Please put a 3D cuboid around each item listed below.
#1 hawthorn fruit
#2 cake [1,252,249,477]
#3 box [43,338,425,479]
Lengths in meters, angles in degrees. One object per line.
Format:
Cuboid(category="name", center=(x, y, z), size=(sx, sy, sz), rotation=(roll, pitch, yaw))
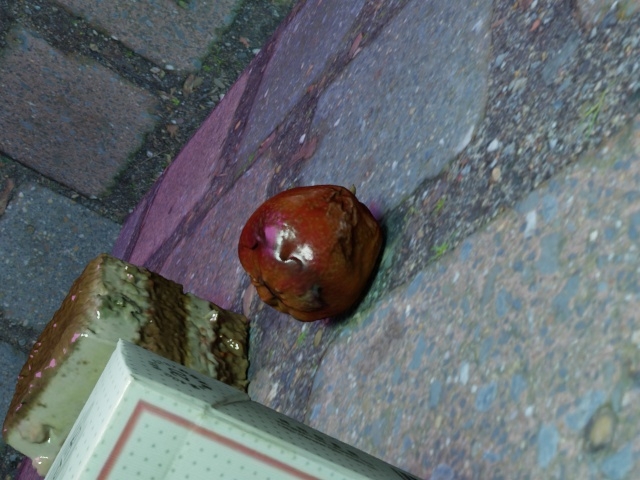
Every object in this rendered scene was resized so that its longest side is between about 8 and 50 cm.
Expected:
Cuboid(category="hawthorn fruit", center=(-0.007, 0.012, 1.053), size=(0.173, 0.179, 0.173), rotation=(39, 136, 50))
Cuboid(category="cake", center=(-0.282, 0.209, 1.279), size=(0.282, 0.290, 0.255), rotation=(-52, 22, 16))
Cuboid(category="box", center=(-0.023, 0.227, 0.521), size=(0.210, 0.330, 0.095), rotation=(-62, 19, -2))
